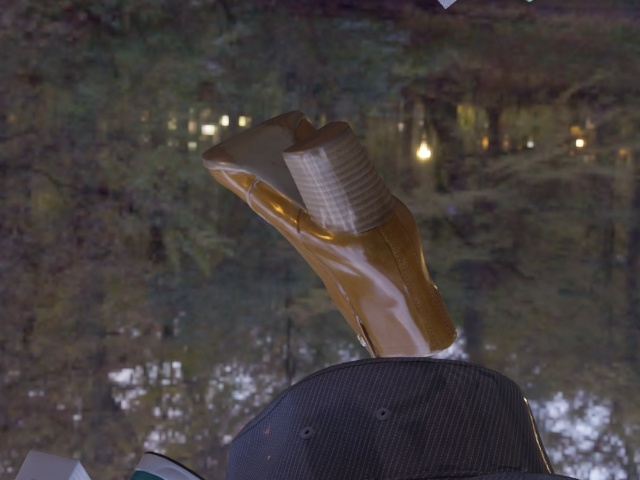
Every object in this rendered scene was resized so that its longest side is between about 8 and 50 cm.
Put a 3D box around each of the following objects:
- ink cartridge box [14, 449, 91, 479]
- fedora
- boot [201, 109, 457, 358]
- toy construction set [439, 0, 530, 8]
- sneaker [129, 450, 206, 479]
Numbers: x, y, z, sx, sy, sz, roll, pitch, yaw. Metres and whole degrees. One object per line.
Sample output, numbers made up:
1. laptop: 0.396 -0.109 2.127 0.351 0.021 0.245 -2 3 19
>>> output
1. ink cartridge box: -0.318 0.349 1.209 0.067 0.198 0.115 9 144 17
2. fedora: 0.031 0.154 0.673 0.275 0.124 0.243 -24 148 24
3. boot: 0.001 0.000 0.956 0.104 0.211 0.295 -31 -162 -16
4. toy construction set: 0.080 -0.239 0.594 0.257 0.237 0.309 -25 -166 36
5. sneaker: -0.128 0.396 1.257 0.295 0.178 0.124 38 154 -12
